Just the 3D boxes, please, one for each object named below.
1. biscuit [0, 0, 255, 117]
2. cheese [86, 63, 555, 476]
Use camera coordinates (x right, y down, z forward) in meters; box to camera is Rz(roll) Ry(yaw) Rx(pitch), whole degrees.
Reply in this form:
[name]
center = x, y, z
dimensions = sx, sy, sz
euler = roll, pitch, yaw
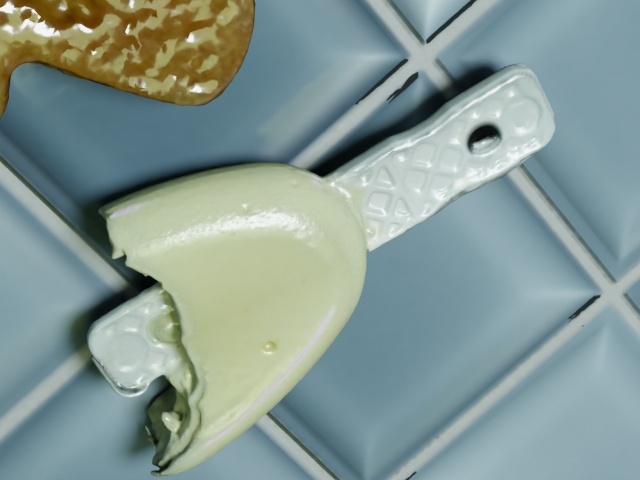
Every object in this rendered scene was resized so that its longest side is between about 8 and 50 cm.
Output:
[biscuit]
center = -0.162, -0.149, 0.536
dimensions = 0.301, 0.043, 0.278
euler = -20, 118, -9
[cheese]
center = 0.000, 0.000, 0.650
dimensions = 0.235, 0.050, 0.127
euler = -30, 118, -2
